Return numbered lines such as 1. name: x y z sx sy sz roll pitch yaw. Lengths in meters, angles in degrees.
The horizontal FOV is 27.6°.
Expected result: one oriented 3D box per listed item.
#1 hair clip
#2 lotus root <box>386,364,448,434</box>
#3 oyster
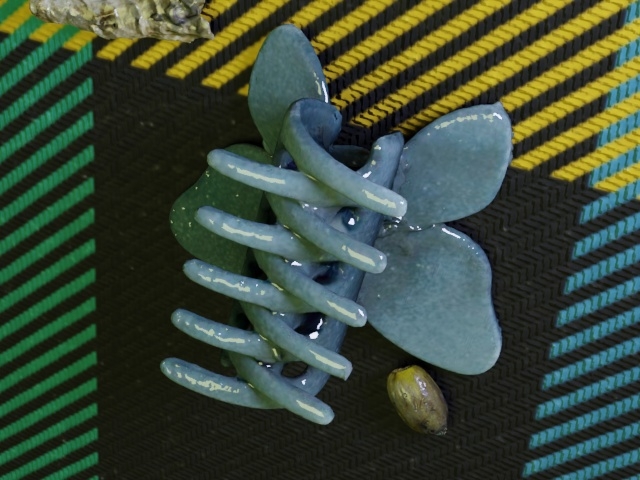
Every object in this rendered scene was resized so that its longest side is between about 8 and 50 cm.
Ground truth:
1. hair clip: 0.000 0.000 1.250 0.392 0.238 0.318 25 124 11
2. lotus root: 0.109 0.178 1.420 0.054 0.049 0.099 -20 114 31
3. oyster: -0.195 -0.228 1.312 0.200 0.061 0.106 -11 114 30
